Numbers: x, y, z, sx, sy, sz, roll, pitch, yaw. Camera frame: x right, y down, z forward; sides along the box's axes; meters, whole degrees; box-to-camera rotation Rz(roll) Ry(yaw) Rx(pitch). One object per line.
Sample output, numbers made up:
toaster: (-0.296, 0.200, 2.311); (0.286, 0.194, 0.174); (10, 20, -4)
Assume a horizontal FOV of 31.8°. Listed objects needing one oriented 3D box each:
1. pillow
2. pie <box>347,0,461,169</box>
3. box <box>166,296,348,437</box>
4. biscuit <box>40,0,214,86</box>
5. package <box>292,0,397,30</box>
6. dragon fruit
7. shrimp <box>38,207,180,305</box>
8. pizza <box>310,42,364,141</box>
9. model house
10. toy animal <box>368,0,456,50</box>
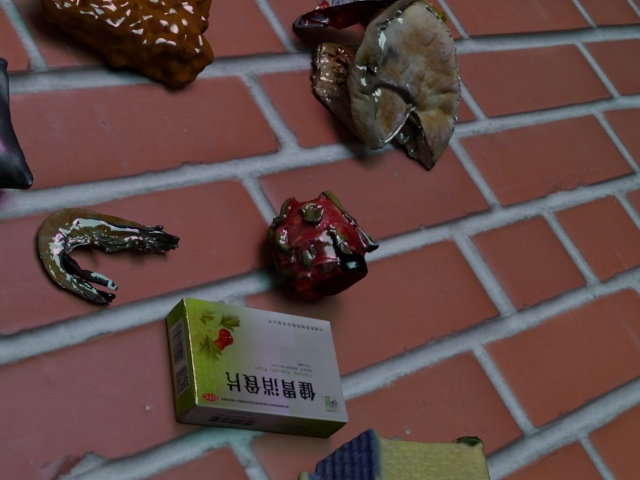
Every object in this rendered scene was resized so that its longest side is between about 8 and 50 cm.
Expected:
pillow: (-0.514, -0.176, 1.580); (0.186, 0.106, 0.249); (-1, 56, -30)
pie: (0.173, -0.302, 2.156); (0.338, 0.075, 0.337); (-9, 102, -50)
box: (-0.092, 0.189, 1.653); (0.261, 0.062, 0.175); (12, 50, -32)
biscuit: (-0.325, -0.429, 1.938); (0.318, 0.110, 0.312); (22, 44, -23)
package: (0.080, -0.455, 2.187); (0.270, 0.071, 0.194); (-12, 17, -7)
dragon fruit: (0.000, 0.000, 1.817); (0.167, 0.160, 0.172); (-12, 64, -18)
shrimp: (-0.300, 0.022, 1.633); (0.219, 0.046, 0.152); (5, 54, -31)
pizza: (0.056, -0.302, 2.172); (0.147, 0.069, 0.226); (25, 44, -24)
model house: (0.096, 0.425, 1.521); (0.266, 0.261, 0.321); (6, 31, -5)
toy animal: (0.184, -0.461, 2.360); (0.230, 0.156, 0.156); (43, 40, 15)
